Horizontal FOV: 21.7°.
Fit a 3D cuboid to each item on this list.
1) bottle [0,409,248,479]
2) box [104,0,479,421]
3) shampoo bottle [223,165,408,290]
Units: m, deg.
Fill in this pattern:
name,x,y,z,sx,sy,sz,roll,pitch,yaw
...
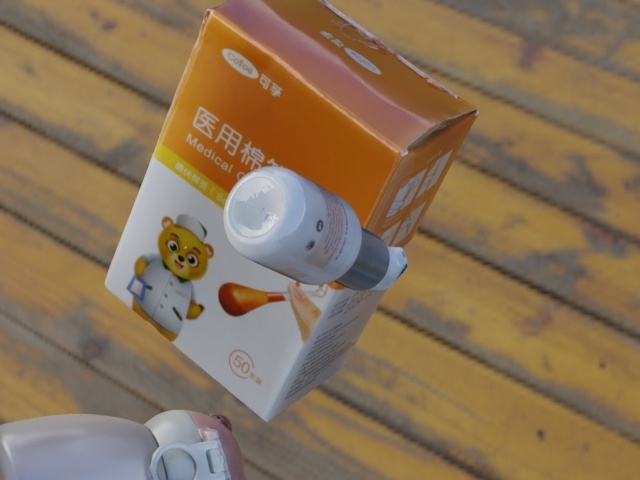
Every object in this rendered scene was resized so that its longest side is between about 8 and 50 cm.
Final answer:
name,x,y,z,sx,sy,sz,roll,pitch,yaw
bottle,-0.179,0.222,1.525,0.236,0.148,0.147,-9,45,-23
box,-0.033,-0.039,1.524,0.225,0.341,0.143,38,38,17
shampoo bottle,0.000,0.000,1.284,0.074,0.192,0.074,-9,72,27
